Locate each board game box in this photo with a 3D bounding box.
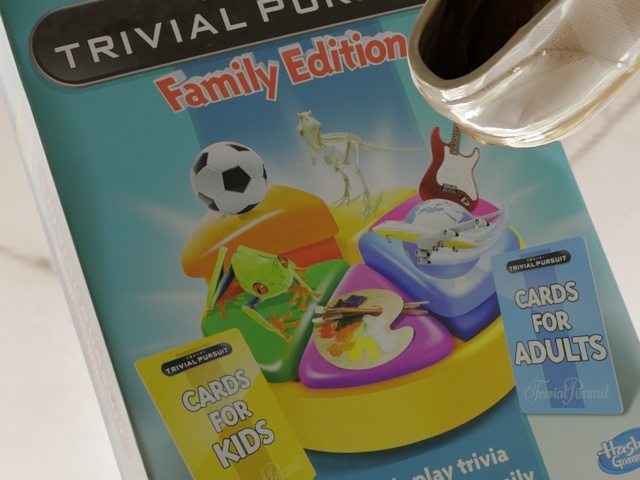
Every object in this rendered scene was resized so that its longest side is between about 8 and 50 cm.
[{"bbox_3d":[0.000,0.000,0.959,0.254,0.336,0.079,-15,166,-17],"label":"board game box"}]

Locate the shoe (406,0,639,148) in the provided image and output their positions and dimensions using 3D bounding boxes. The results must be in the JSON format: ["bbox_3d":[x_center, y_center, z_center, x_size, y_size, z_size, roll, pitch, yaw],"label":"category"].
[{"bbox_3d":[0.100,-0.113,0.492,0.219,0.076,0.058,-52,152,12],"label":"shoe"}]
